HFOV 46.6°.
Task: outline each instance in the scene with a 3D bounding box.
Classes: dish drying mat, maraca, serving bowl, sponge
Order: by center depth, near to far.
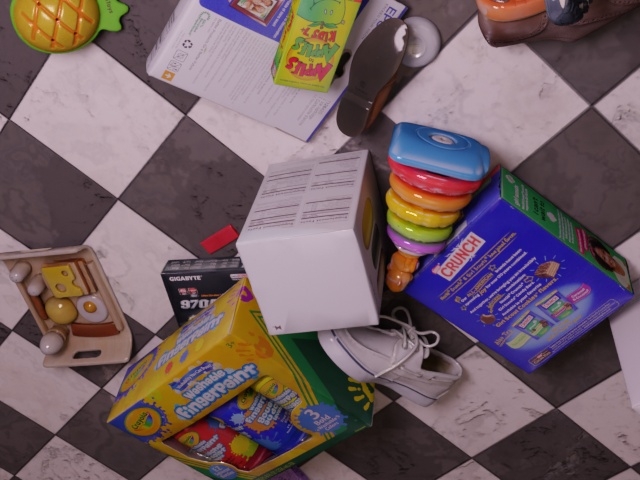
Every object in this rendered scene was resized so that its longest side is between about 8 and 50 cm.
[{"bbox_3d":[0.153,-0.317,1.204,0.083,0.027,0.083,5,125,7],"label":"serving bowl"},{"bbox_3d":[-0.414,-0.379,1.227,0.185,0.099,0.127,-19,124,-8],"label":"maraca"},{"bbox_3d":[-0.202,-0.003,1.493,0.083,0.008,0.032,-29,114,27],"label":"dish drying mat"},{"bbox_3d":[-0.140,0.617,1.886,0.210,0.031,0.117,-26,115,24],"label":"sponge"}]

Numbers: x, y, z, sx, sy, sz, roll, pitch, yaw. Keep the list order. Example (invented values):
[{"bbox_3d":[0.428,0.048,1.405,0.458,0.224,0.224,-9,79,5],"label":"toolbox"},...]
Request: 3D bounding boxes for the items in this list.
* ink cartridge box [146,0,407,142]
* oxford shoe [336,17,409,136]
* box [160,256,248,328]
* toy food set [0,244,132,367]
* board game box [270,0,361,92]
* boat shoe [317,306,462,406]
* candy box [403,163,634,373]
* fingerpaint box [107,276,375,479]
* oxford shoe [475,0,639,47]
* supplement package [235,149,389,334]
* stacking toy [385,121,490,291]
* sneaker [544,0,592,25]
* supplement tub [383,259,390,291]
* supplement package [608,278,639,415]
[{"bbox_3d":[-0.073,-0.332,1.190,0.307,0.072,0.303,18,128,-32],"label":"ink cartridge box"},{"bbox_3d":[0.092,-0.272,1.219,0.076,0.076,0.212,40,129,15],"label":"oxford shoe"},{"bbox_3d":[-0.202,0.118,1.547,0.220,0.051,0.175,-3,124,12],"label":"box"},{"bbox_3d":[-0.562,0.147,1.606,0.219,0.092,0.306,-6,123,14],"label":"toy food set"},{"bbox_3d":[-0.007,-0.319,1.141,0.092,0.043,0.181,5,133,-21],"label":"board game box"},{"bbox_3d":[0.162,0.215,1.467,0.156,0.136,0.367,-41,127,22],"label":"boat shoe"},{"bbox_3d":[0.356,0.062,1.367,0.317,0.122,0.268,33,124,-14],"label":"candy box"},{"bbox_3d":[-0.168,0.329,1.574,0.371,0.163,0.445,38,127,-23],"label":"fingerpaint box"},{"bbox_3d":[0.408,-0.376,1.087,0.363,0.130,0.133,-10,153,10],"label":"oxford shoe"},{"bbox_3d":[0.000,0.000,1.302,0.198,0.263,0.199,-7,123,15],"label":"supplement package"},{"bbox_3d":[0.170,-0.037,1.279,0.165,0.175,0.302,15,117,2],"label":"stacking toy"},{"bbox_3d":[0.290,-0.409,1.009,0.122,0.283,0.110,-15,160,32],"label":"sneaker"},{"bbox_3d":[0.043,0.090,1.452,0.197,0.106,0.106,-22,117,22],"label":"supplement tub"},{"bbox_3d":[0.642,0.203,1.307,0.175,0.293,0.177,-37,110,29],"label":"supplement package"}]
